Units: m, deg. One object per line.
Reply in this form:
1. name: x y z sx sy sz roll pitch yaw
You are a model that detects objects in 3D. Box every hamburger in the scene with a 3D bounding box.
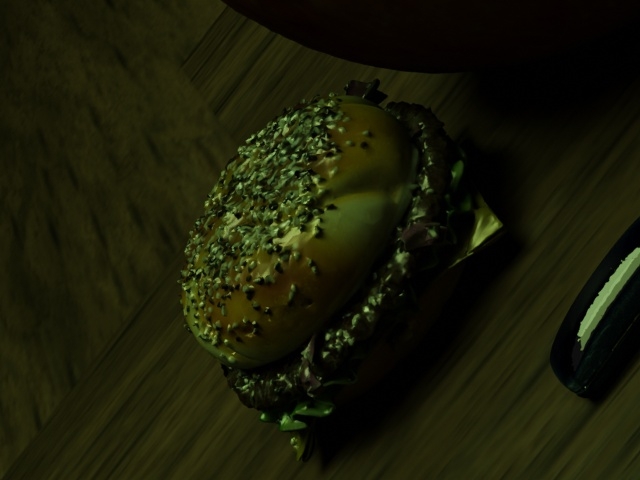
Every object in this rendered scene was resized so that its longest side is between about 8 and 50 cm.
1. hamburger: -0.002 0.001 0.870 0.164 0.093 0.189 -54 20 3

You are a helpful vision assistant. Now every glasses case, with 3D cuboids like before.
1. glasses case: 0.111 0.017 0.709 0.083 0.023 0.033 -53 23 2

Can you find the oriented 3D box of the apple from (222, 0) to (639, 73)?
1. apple: 0.064 -0.201 0.848 0.301 0.301 0.301 -43 24 25
